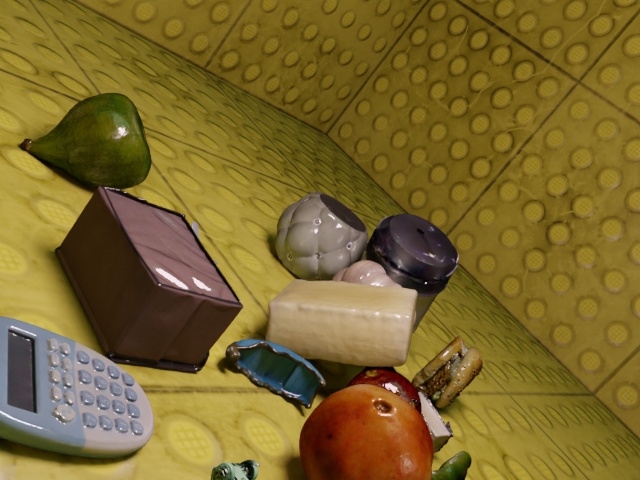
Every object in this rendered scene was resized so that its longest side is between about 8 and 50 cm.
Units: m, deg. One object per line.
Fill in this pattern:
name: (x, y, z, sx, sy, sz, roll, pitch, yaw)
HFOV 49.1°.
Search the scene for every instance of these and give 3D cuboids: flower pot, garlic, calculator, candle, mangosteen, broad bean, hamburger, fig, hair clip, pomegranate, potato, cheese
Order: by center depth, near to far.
calculator: (-0.331, 0.174, 0.839, 0.303, 0.042, 0.188, 28, 19, -35)
pomegranate: (0.069, 0.321, 1.045, 0.209, 0.209, 0.209, 35, 15, -11)
broad bean: (0.199, 0.402, 1.255, 0.049, 0.144, 0.292, 8, -28, 40)
mangosteen: (0.120, 0.311, 1.297, 0.146, 0.156, 0.181, 20, -8, 27)
cheese: (0.049, 0.158, 1.379, 0.266, 0.123, 0.242, 5, 13, 10)
fig: (-0.469, -0.186, 1.413, 0.203, 0.235, 0.203, 163, -90, -79)
potato: (0.207, 0.375, 1.436, 0.061, 0.086, 0.122, 5, 35, -40)
hair clip: (-0.257, 0.007, 1.505, 0.115, 0.039, 0.030, 49, 23, 26)
garlic: (0.101, 0.163, 1.588, 0.228, 0.228, 0.152, 44, 40, 19)
hamburger: (0.311, 0.320, 1.675, 0.113, 0.177, 0.185, 49, -10, 13)
candle: (0.184, 0.112, 1.751, 0.221, 0.342, 0.221, 15, 40, -13)
flower pot: (0.000, 0.000, 1.819, 0.246, 0.195, 0.246, 37, 16, -12)

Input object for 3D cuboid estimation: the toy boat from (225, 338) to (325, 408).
toy boat: (-0.081, 0.223, 1.207, 0.185, 0.075, 0.077, 33, 8, -12)

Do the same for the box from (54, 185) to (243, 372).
box: (-0.270, 0.060, 1.104, 0.188, 0.153, 0.252, 20, 25, -48)

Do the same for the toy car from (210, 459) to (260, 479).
toy car: (-0.083, 0.344, 0.896, 0.143, 0.054, 0.073, 42, 14, 29)
